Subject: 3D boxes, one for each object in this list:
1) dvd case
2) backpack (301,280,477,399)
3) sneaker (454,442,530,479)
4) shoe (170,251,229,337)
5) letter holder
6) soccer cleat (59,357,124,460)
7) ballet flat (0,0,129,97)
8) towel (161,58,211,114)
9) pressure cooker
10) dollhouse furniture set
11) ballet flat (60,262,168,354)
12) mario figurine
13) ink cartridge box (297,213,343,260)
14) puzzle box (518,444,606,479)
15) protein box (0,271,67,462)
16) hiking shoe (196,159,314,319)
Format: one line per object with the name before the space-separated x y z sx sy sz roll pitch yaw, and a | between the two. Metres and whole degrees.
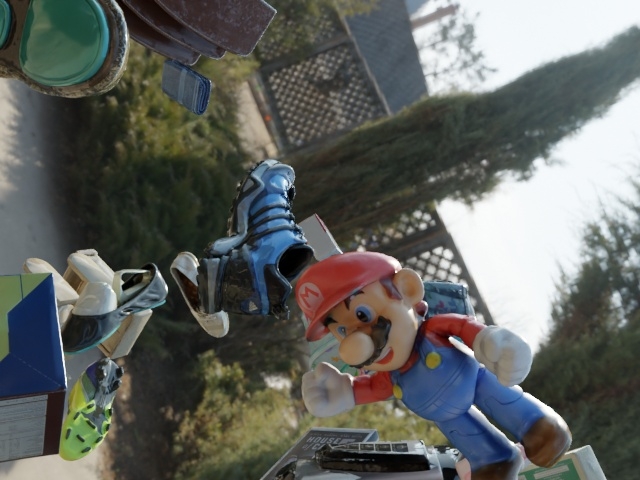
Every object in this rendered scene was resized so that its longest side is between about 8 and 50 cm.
dvd case | -0.007 0.468 1.578 0.238 0.179 0.030 -35 112 -51
backpack | 0.101 0.154 1.205 0.253 0.225 0.191 13 56 -29
sneaker | 0.254 0.310 1.093 0.070 0.134 0.051 59 -17 7
shoe | -0.276 0.133 1.695 0.219 0.076 0.058 65 21 -17
letter holder | -0.275 -0.466 1.526 0.152 0.214 0.301 38 9 33
soccer cleat | -0.517 0.380 1.654 0.093 0.121 0.289 45 24 -22
ballet flat | -0.401 -0.294 1.104 0.182 0.482 0.164 8 96 -58
towel | -0.230 -0.264 1.292 0.119 0.029 0.067 35 -58 37
pressure cooker | 0.144 0.529 1.242 0.370 0.420 0.376 -92 174 -57
dollhouse furniture set | -0.655 0.179 1.850 0.256 0.362 0.394 40 21 19
ballet flat | -0.388 0.111 1.389 0.280 0.095 0.096 -38 127 -61
mario figurine | 0.096 0.146 0.791 0.320 0.198 0.170 41 -8 4
ink cartridge box | 0.000 0.000 1.990 0.109 0.063 0.150 58 3 10
puzzle box | 0.392 0.563 1.393 0.409 0.052 0.272 -40 -115 48
protein box | -0.450 0.187 1.085 0.201 0.135 0.200 116 -37 -46
hiking shoe | -0.069 0.001 1.057 0.304 0.132 0.113 -71 172 -46
